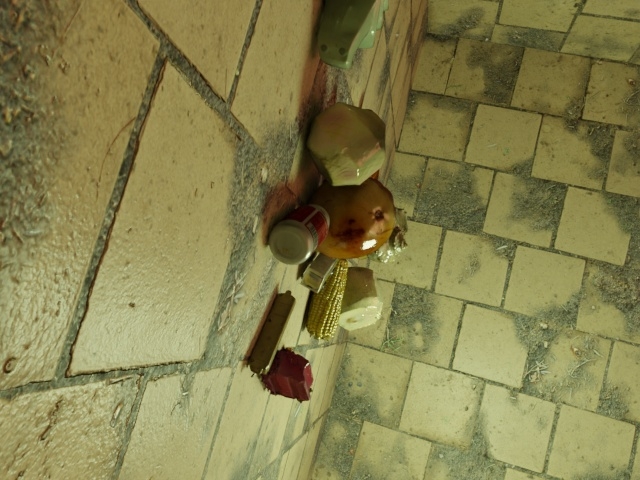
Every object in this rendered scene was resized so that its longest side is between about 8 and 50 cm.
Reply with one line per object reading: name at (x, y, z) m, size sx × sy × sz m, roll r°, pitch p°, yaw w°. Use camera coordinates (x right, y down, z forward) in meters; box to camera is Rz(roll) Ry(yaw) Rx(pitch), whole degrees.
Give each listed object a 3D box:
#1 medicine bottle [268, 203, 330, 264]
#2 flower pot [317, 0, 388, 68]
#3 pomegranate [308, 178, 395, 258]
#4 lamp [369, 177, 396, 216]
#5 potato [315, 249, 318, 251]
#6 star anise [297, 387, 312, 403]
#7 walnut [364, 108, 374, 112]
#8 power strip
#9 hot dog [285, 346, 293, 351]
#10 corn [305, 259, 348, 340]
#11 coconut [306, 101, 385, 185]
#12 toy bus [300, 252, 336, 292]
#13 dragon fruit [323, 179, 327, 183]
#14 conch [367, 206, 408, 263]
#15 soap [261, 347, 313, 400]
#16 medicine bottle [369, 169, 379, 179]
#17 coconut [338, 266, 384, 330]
medicine bottle at (-0.054, -0.025, 1.525) m, size 0.250 × 0.131 × 0.131 m, roll -48°, pitch 150°, yaw -67°
flower pot at (0.091, -0.672, 1.395) m, size 0.254 × 0.164 × 0.368 m, roll -55°, pitch 156°, yaw -46°
pomegranate at (0.089, -0.080, 1.770) m, size 0.319 × 0.318 × 0.320 m, roll 14°, pitch 90°, yaw -78°
lamp at (0.165, -0.113, 2.175) m, size 0.305 × 0.239 × 0.306 m, roll -5°, pitch 100°, yaw -31°
potato at (0.000, 0.000, 1.945) m, size 0.138 × 0.070 × 0.092 m, roll 11°, pitch 92°, yaw -78°
star anise at (-0.074, 0.694, 2.398) m, size 0.191 × 0.070 × 0.098 m, roll -45°, pitch 149°, yaw -64°
walnut at (0.200, -0.529, 2.257) m, size 0.092 × 0.092 × 0.092 m, roll 14°, pitch 90°, yaw -78°
power strip at (-0.148, 0.286, 1.598) m, size 0.044 × 0.064 × 0.306 m, roll 99°, pitch 11°, yaw -53°
hot dog at (-0.136, 0.464, 1.919) m, size 0.062 × 0.038 × 0.144 m, roll 65°, pitch 42°, yaw -76°
corn at (0.031, 0.233, 2.192) m, size 0.144 × 0.143 × 0.388 m, roll 10°, pitch 94°, yaw -78°
coconut at (0.088, -0.297, 1.587) m, size 0.259 × 0.259 × 0.260 m, roll 14°, pitch 90°, yaw -78°
toy bus at (0.004, 0.103, 1.981) m, size 0.106 × 0.092 × 0.268 m, roll -65°, pitch 174°, yaw 26°
dragon fruit at (0.065, -0.213, 1.952) m, size 0.147 × 0.102 × 0.096 m, roll -70°, pitch 178°, yaw -73°
conch at (0.260, -0.068, 2.392) m, size 0.297 × 0.352 × 0.210 m, roll -54°, pitch 163°, yaw -19°
soap at (-0.108, 0.447, 1.725) m, size 0.250 × 0.162 × 0.099 m, roll 85°, pitch 21°, yaw -58°
medicine bottle at (0.200, -0.265, 2.471) m, size 0.222 × 0.111 × 0.150 m, roll -61°, pitch 161°, yaw -52°
coconut at (0.141, 0.249, 2.379) m, size 0.297 × 0.296 × 0.255 m, roll 85°, pitch -6°, yaw -56°
